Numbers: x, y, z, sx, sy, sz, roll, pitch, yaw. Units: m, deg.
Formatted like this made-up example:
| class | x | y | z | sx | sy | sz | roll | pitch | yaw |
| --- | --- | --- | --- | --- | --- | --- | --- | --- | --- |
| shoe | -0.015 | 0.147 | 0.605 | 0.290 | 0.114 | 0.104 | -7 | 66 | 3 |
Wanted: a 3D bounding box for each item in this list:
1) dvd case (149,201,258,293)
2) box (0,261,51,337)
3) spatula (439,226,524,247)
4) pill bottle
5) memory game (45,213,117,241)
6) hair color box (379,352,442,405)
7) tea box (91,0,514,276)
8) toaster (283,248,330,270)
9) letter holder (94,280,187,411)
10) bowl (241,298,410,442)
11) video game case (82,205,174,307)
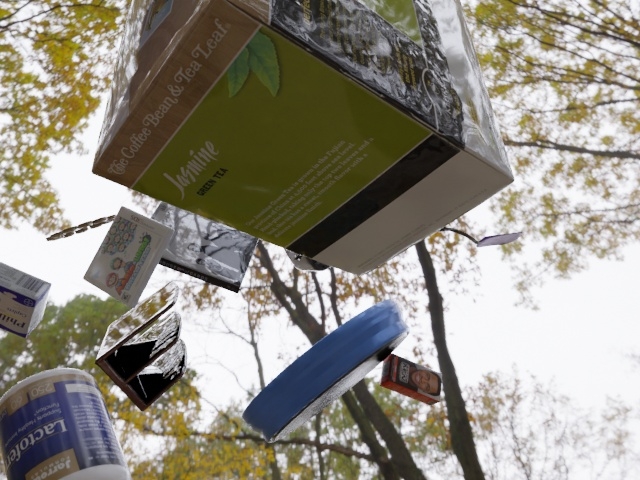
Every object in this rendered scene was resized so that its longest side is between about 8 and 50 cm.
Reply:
| class | x | y | z | sx | sy | sz | roll | pitch | yaw |
| --- | --- | --- | --- | --- | --- | --- | --- | --- | --- |
| dvd case | -0.267 | 0.009 | 1.239 | 0.238 | 0.179 | 0.030 | 21 | -53 | -6 |
| box | -0.713 | 0.140 | 1.311 | 0.126 | 0.072 | 0.137 | 25 | -57 | -9 |
| spatula | 0.307 | -0.016 | 1.294 | 0.296 | 0.031 | 0.084 | 9 | -18 | 2 |
| pill bottle | -0.363 | 0.329 | 0.812 | 0.153 | 0.265 | 0.153 | -24 | -38 | -21 |
| memory game | -0.607 | -0.032 | 1.446 | 0.186 | 0.186 | 0.012 | -20 | -86 | 6 |
| hair color box | 0.208 | 0.318 | 1.291 | 0.141 | 0.072 | 0.043 | 25 | -37 | -17 |
| tea box | -0.016 | -0.187 | 0.581 | 0.323 | 0.329 | 0.220 | 24 | -42 | -33 |
| toaster | 0.000 | 0.000 | 1.466 | 0.227 | 0.146 | 0.129 | -39 | -79 | -24 |
| letter holder | -0.382 | 0.228 | 1.340 | 0.214 | 0.302 | 0.152 | -39 | -76 | -9 |
| bowl | 0.022 | 0.271 | 1.152 | 0.391 | 0.391 | 0.077 | -45 | -108 | 19 |
| video game case | -0.354 | 0.027 | 1.036 | 0.157 | 0.143 | 0.019 | -64 | -31 | -7 |
